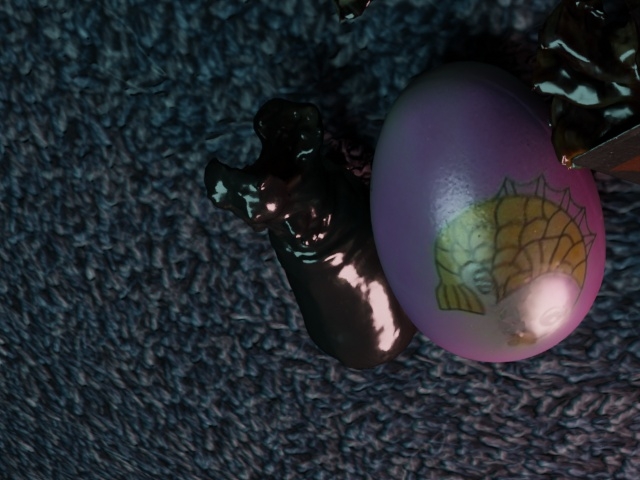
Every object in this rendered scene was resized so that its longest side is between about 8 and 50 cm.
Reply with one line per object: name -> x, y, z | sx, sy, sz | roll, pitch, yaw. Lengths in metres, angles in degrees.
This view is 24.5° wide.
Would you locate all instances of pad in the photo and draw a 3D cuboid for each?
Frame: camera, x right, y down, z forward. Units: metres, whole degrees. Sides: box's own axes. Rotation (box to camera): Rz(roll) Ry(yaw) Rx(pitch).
pad -> 0.298, -0.070, 1.105 | 0.143, 0.003, 0.211 | -29, 154, 35

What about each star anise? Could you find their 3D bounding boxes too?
star anise -> 0.241, -0.138, 1.074 | 0.220, 0.190, 0.125 | -38, 68, 50

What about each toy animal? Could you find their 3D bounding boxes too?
toy animal -> 0.003, -0.017, 1.323 | 0.106, 0.168, 0.343 | 5, 151, 29

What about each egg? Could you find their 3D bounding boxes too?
egg -> 0.134, -0.022, 1.228 | 0.196, 0.196, 0.271 | -10, 124, 37

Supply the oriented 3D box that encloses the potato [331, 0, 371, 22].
potato -> -0.017, -0.300, 1.114 | 0.120, 0.100, 0.261 | -37, 97, 9
